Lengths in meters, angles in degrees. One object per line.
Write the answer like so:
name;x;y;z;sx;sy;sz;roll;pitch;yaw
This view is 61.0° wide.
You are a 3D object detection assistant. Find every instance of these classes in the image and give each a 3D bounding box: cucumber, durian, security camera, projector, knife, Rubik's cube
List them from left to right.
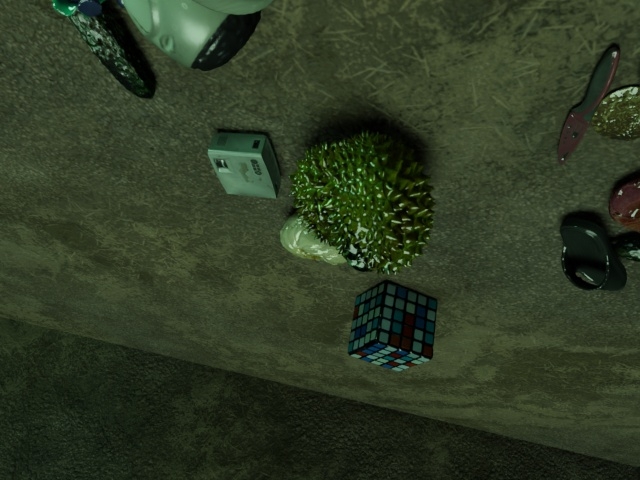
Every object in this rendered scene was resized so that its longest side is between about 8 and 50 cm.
cucumber;-0.336;-0.319;0.854;0.067;0.068;0.294;4;151;16
security camera;-0.140;-0.322;0.650;0.191;0.197;0.277;38;151;-19
projector;-0.147;-0.150;1.089;0.115;0.061;0.147;5;151;11
durian;0.084;-0.075;0.989;0.291;0.224;0.291;43;171;8
Rubik's cube;0.204;0.249;1.550;0.182;0.187;0.184;22;152;-17
knife;0.401;-0.195;0.832;0.035;0.018;0.247;20;153;15
cucumber;0.707;0.019;1.061;0.245;0.067;0.067;4;151;17

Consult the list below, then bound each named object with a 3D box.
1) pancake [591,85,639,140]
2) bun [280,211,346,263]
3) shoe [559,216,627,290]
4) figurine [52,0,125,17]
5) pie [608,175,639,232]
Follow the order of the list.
pancake;0.471;-0.191;0.823;0.114;0.011;0.115;9;152;5
bun;0.000;0.000;1.253;0.188;0.111;0.164;13;155;-9
shoe;0.547;0.052;1.122;0.108;0.093;0.241;19;160;48
figurine;-0.310;-0.371;0.659;0.102;0.111;0.195;7;131;14
pie;0.609;-0.066;0.959;0.182;0.050;0.182;11;157;5
